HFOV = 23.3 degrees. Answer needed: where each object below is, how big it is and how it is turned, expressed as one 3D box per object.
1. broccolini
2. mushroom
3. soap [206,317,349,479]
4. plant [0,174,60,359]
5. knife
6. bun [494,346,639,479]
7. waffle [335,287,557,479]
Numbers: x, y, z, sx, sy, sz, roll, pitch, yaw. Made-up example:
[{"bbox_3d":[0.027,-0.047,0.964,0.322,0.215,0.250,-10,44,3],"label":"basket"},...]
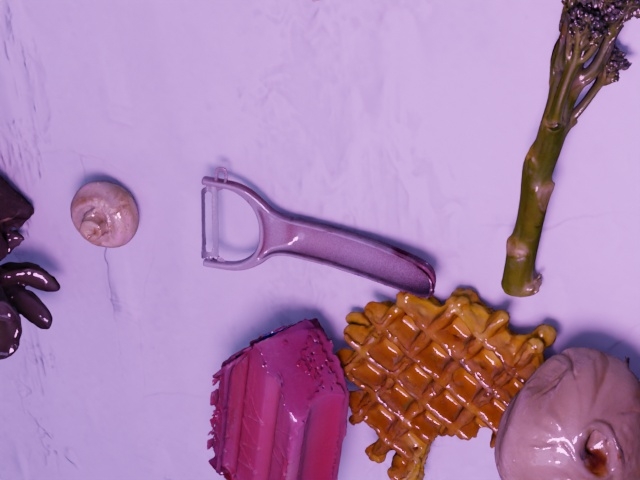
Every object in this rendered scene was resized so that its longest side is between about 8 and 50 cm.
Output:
[{"bbox_3d":[0.230,-0.093,1.427,0.074,0.078,0.392,15,138,9],"label":"broccolini"},{"bbox_3d":[-0.247,-0.028,1.765,0.084,0.067,0.083,12,123,19],"label":"mushroom"},{"bbox_3d":[-0.048,0.197,1.740,0.162,0.099,0.250,50,146,36],"label":"soap"},{"bbox_3d":[-0.437,0.010,1.837,0.199,0.188,0.276,-20,108,38],"label":"plant"},{"bbox_3d":[0.001,-0.001,1.635,0.278,0.053,0.123,14,125,23],"label":"knife"},{"bbox_3d":[0.255,0.194,1.498,0.167,0.113,0.173,-10,103,-8],"label":"bun"},{"bbox_3d":[0.148,0.160,1.655,0.293,0.069,0.259,-2,118,35],"label":"waffle"}]
